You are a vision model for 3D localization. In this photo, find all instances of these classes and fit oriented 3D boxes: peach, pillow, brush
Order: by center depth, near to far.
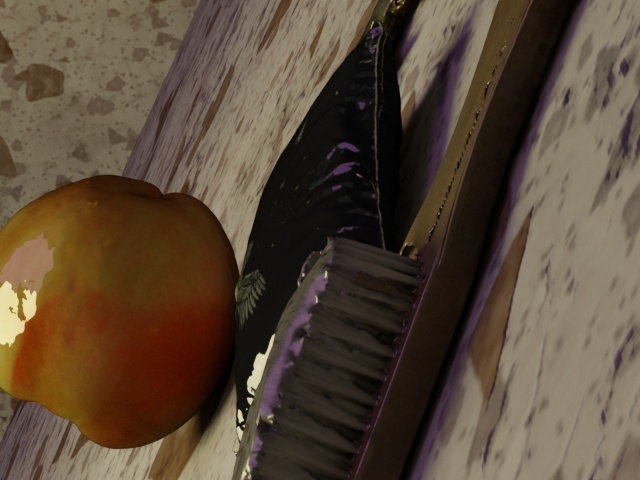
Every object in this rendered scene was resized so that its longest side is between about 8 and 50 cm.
[{"bbox_3d":[0.039,-0.017,0.746,0.070,0.065,0.327,149,144,-78],"label":"brush"},{"bbox_3d":[0.000,0.000,0.911,0.141,0.055,0.208,-57,18,38],"label":"pillow"},{"bbox_3d":[-0.138,0.043,1.221,0.184,0.184,0.184,-157,90,-80],"label":"peach"}]

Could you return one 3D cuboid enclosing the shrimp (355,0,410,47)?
[{"bbox_3d":[0.039,-0.109,1.042,0.148,0.035,0.195,-57,13,37],"label":"shrimp"}]
